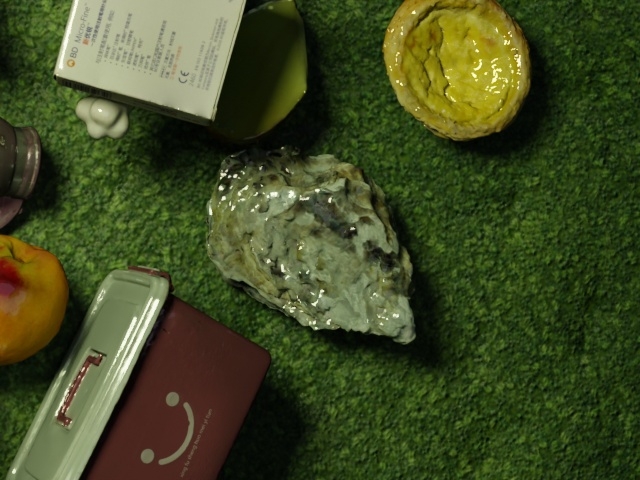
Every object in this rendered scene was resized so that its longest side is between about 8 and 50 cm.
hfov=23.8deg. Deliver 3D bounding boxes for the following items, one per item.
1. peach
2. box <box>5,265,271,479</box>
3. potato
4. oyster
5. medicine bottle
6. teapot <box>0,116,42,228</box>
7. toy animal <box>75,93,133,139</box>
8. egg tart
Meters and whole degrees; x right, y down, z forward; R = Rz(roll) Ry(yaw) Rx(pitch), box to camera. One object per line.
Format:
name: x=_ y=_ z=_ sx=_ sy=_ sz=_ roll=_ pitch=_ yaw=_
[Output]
peach: x=-0.337 y=0.064 z=1.599 sx=0.138 sy=0.138 sz=0.138 roll=0 pitch=90 yaw=-18
box: x=-0.191 y=0.189 z=1.619 sx=0.167 sy=0.193 sz=0.294 roll=30 pitch=81 yaw=-24
potato: x=-0.068 y=-0.182 z=1.708 sx=0.119 sy=0.054 sz=0.198 roll=5 pitch=61 yaw=9
oyster: x=0.000 y=0.000 z=1.711 sx=0.267 sy=0.112 sz=0.199 roll=15 pitch=87 yaw=-11
medicine bottle: x=-0.162 y=-0.233 z=1.518 sx=0.171 sy=0.052 sz=0.201 roll=14 pitch=85 yaw=-7
teapot: x=-0.365 y=-0.073 z=1.598 sx=0.146 sy=0.116 sz=0.148 roll=6 pitch=84 yaw=-28
toy animal: x=-0.148 y=-0.267 z=1.638 sx=0.180 sy=0.181 sz=0.363 roll=11 pitch=85 yaw=-9
egg tart: x=0.156 y=-0.208 z=1.785 sx=0.191 sy=0.074 sz=0.191 roll=0 pitch=89 yaw=-17
